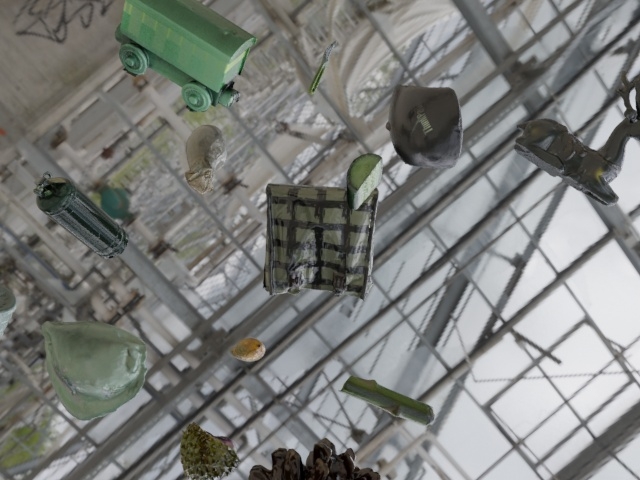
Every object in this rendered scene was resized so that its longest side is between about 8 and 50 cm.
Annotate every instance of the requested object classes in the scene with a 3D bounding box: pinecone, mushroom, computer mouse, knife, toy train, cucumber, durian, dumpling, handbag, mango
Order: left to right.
[{"bbox_3d":[-0.377,0.199,1.077,0.216,0.105,0.149,17,-119,22],"label":"dumpling"},{"bbox_3d":[-0.292,-0.407,1.415,0.120,0.301,0.202,-57,180,-44],"label":"toy train"},{"bbox_3d":[-0.277,-0.203,1.621,0.093,0.116,0.225,-33,-156,16],"label":"mushroom"},{"bbox_3d":[-0.255,0.521,1.594,0.108,0.187,0.119,0,-132,30],"label":"durian"},{"bbox_3d":[-0.239,0.368,2.239,0.190,0.098,0.075,-36,-143,58],"label":"mango"},{"bbox_3d":[-0.033,0.670,1.603,0.397,0.398,0.398,-37,-163,13],"label":"pinecone"},{"bbox_3d":[0.000,0.000,1.935,0.325,0.327,0.162,4,-169,4],"label":"handbag"},{"bbox_3d":[0.005,-0.455,1.757,0.026,0.022,0.184,-10,-129,50],"label":"knife"},{"bbox_3d":[0.100,-0.150,1.673,0.116,0.062,0.115,-48,157,-20],"label":"cucumber"},{"bbox_3d":[0.201,-0.239,1.404,0.100,0.170,0.269,-4,-165,-14],"label":"computer mouse"}]

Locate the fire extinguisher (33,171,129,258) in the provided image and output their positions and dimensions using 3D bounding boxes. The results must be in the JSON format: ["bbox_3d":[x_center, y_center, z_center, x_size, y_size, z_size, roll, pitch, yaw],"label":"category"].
[{"bbox_3d":[-0.576,-0.064,1.590,0.114,0.311,0.095,25,-108,35],"label":"fire extinguisher"}]

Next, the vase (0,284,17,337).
[{"bbox_3d":[-0.810,0.243,1.575,0.299,0.143,0.143,-59,-172,23],"label":"vase"}]

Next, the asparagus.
[{"bbox_3d":[0.179,0.427,1.801,0.067,0.277,0.060,-68,-168,-19],"label":"asparagus"}]

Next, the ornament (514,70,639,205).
[{"bbox_3d":[0.456,-0.201,1.101,0.236,0.202,0.080,-54,170,0],"label":"ornament"}]
